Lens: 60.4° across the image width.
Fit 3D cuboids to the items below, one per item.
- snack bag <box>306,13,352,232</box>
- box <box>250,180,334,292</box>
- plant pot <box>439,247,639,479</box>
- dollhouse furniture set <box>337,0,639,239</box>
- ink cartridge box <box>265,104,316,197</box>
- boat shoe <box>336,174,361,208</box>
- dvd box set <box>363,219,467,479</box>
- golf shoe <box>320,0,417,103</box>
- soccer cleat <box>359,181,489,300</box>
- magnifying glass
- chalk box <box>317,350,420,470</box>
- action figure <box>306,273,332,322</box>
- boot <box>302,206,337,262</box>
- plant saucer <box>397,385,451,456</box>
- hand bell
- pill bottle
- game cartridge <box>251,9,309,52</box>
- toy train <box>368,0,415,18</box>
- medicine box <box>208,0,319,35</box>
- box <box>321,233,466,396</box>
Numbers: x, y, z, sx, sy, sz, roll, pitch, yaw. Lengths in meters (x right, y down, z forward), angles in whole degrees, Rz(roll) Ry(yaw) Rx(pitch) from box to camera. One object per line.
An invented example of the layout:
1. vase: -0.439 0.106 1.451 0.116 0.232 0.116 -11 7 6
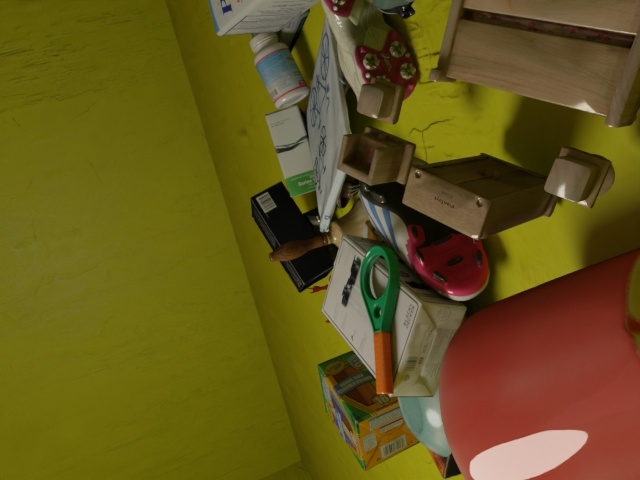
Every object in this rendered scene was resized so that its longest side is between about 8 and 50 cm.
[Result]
1. snack bag: 0.021 -0.233 1.122 0.323 0.037 0.342 110 156 -62
2. box: -0.079 -0.004 1.463 0.261 0.103 0.184 58 166 7
3. plant pot: 0.283 0.139 0.513 0.275 0.275 0.243 64 153 22
4. dollhouse furniture set: 0.207 -0.201 0.592 0.303 0.174 0.355 31 121 36
5. ink cartridge box: -0.059 -0.220 1.372 0.153 0.087 0.208 -66 -42 -82
6. boat shoe: 0.064 -0.130 1.218 0.066 0.066 0.183 52 159 10
7. dvd box set: 0.181 0.190 1.069 0.420 0.062 0.308 -119 23 -51
8. golf shoe: 0.055 -0.356 0.914 0.140 0.115 0.306 161 91 -76
9. soccer cleat: 0.178 -0.005 0.939 0.331 0.116 0.143 57 175 43
10. magnifying glass: 0.095 0.120 0.858 0.092 0.026 0.231 -32 53 58
11. chalk box: 0.111 0.398 1.420 0.289 0.180 0.179 44 149 54
12. action figure: 0.062 0.195 1.445 0.091 0.139 0.280 89 158 -44
13. boot: 0.016 -0.012 1.483 0.161 0.083 0.246 66 169 -4
14. plant saucer: 0.174 0.288 0.975 0.195 0.037 0.195 169 90 -75
15. hand bell: 0.000 0.000 1.232 0.126 0.242 0.126 162 90 -73
16. pill bottle: -0.097 -0.390 1.252 0.160 0.087 0.087 64 163 -3
17. game cartridge: -0.113 -0.570 1.297 0.230 0.068 0.355 67 163 1
18. toy train: 0.080 -0.393 0.651 0.334 0.142 0.190 -35 -76 -87
19. medicine box: -0.109 -0.558 1.020 0.289 0.149 0.263 -1 105 58
20. box: 0.111 0.117 0.952 0.290 0.087 0.169 42 121 60
